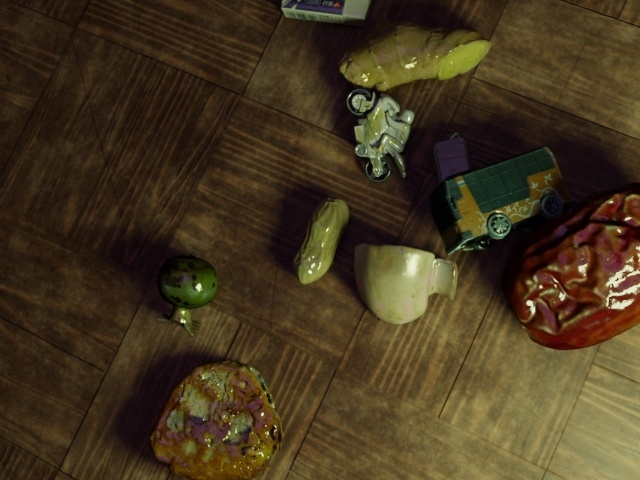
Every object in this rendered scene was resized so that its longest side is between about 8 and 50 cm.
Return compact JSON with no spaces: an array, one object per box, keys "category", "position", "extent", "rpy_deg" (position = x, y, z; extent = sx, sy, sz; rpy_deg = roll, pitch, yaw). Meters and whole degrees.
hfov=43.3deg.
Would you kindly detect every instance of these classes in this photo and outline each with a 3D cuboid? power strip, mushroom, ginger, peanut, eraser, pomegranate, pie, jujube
[{"category":"power strip","position":[0.313,-0.107,1.824],"extent":[0.078,0.052,0.272],"rpy_deg":[-10,79,8]},{"category":"mushroom","position":[0.174,0.100,1.750],"extent":[0.236,0.173,0.162],"rpy_deg":[8,84,11]},{"category":"ginger","position":[0.216,-0.432,1.866],"extent":[0.354,0.126,0.190],"rpy_deg":[-1,69,7]},{"category":"peanut","position":[0.000,0.000,1.837],"extent":[0.090,0.098,0.214],"rpy_deg":[21,87,3]},{"category":"eraser","position":[0.020,-0.595,1.956],"extent":[0.210,0.068,0.124],"rpy_deg":[11,80,12]},{"category":"pomegranate","position":[-0.312,0.114,1.863],"extent":[0.148,0.148,0.169],"rpy_deg":[27,111,14]},{"category":"pie","position":[-0.226,0.406,1.811],"extent":[0.308,0.085,0.308],"rpy_deg":[-1,80,5]},{"category":"jujube","position":[0.563,0.056,1.646],"extent":[0.377,0.276,0.276],"rpy_deg":[-36,75,21]}]

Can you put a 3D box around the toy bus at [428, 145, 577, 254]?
[{"category":"toy bus","position":[0.380,-0.084,1.724],"extent":[0.275,0.138,0.167],"rpy_deg":[-20,80,-13]}]

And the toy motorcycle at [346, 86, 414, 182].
[{"category":"toy motorcycle","position":[0.147,-0.250,1.850],"extent":[0.151,0.074,0.229],"rpy_deg":[-15,98,9]}]
